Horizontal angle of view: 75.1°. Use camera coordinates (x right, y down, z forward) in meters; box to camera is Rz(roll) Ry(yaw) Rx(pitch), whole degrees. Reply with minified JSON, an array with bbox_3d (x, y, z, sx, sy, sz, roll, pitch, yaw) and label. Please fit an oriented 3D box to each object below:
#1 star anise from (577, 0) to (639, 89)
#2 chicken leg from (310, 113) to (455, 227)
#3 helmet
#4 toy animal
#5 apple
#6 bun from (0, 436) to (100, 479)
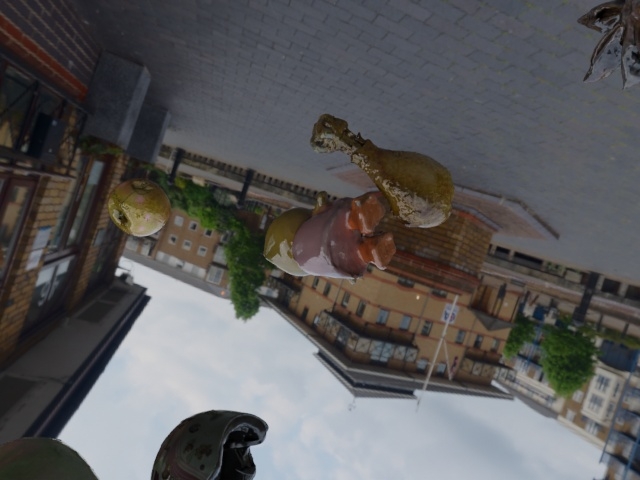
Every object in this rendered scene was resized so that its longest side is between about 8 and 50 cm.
[{"bbox_3d":[0.409,-0.303,0.509,0.081,0.230,0.262,3,156,8],"label":"star anise"},{"bbox_3d":[0.095,-0.112,0.636,0.252,0.107,0.087,33,140,1],"label":"chicken leg"},{"bbox_3d":[-0.155,0.296,0.531,0.107,0.176,0.153,17,-177,18],"label":"helmet"},{"bbox_3d":[-0.004,0.002,0.825,0.169,0.195,0.281,-31,-160,-32],"label":"toy animal"},{"bbox_3d":[-0.432,-0.082,1.005,0.147,0.146,0.146,19,180,0],"label":"apple"},{"bbox_3d":[-0.389,0.388,0.471,0.293,0.293,0.187,19,175,26],"label":"bun"}]
